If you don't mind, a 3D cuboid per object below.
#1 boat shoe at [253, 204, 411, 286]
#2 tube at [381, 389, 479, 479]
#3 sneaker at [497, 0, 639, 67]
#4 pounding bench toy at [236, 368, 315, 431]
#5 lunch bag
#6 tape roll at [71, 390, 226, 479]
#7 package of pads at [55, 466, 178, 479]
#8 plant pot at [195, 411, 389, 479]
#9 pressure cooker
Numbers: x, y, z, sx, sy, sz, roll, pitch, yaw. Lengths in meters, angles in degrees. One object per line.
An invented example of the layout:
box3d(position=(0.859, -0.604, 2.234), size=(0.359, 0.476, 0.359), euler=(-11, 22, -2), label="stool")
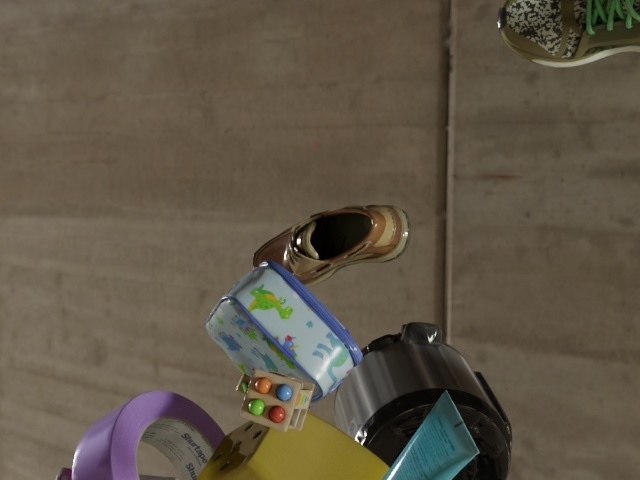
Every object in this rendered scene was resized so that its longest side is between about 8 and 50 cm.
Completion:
box3d(position=(0.000, 0.000, 1.594), size=(0.324, 0.122, 0.120), euler=(-19, 161, 34), label="boat shoe")
box3d(position=(0.097, 0.258, 0.959), size=(0.052, 0.207, 0.080), euler=(6, -142, -35), label="tube")
box3d(position=(0.486, -0.367, 1.405), size=(0.410, 0.158, 0.182), euler=(-1, 175, 2), label="sneaker")
box3d(position=(-0.059, 0.161, 0.936), size=(0.083, 0.052, 0.065), euler=(15, 174, 18), label="pounding bench toy")
box3d(position=(-0.049, 0.123, 1.103), size=(0.090, 0.176, 0.219), euler=(-43, 178, -22), label="lunch bag")
box3d(position=(-0.234, 0.368, 1.349), size=(0.090, 0.274, 0.275), euler=(-33, 169, 26), label="tape roll")
box3d(position=(-0.367, 0.526, 1.504), size=(0.229, 0.101, 0.296), euler=(3, -138, 8), label="package of pads")
box3d(position=(-0.060, 0.362, 1.302), size=(0.212, 0.187, 0.212), euler=(-35, -171, 32), label="plant pot")
box3d(position=(0.218, 0.414, 2.096), size=(0.370, 0.375, 0.420), euler=(-38, -160, 6), label="pressure cooker")
